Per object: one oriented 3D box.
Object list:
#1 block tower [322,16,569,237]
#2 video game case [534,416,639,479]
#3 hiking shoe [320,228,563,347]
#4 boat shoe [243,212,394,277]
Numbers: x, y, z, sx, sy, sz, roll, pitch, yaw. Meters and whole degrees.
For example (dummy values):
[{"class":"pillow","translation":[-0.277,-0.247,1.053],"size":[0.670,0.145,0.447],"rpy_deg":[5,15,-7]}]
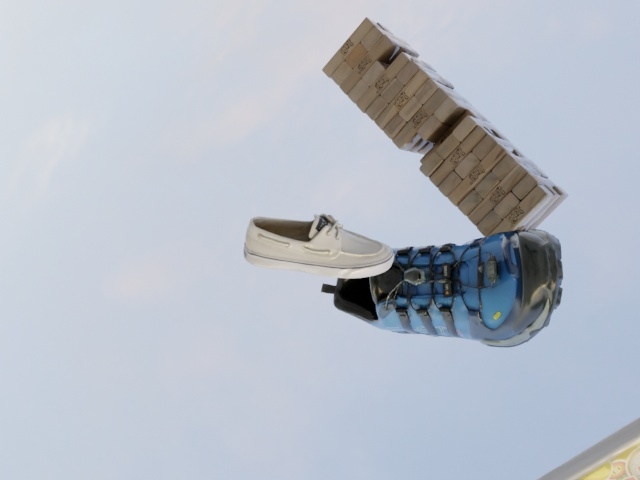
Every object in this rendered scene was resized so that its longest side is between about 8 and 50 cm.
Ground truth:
[{"class":"block tower","translation":[0.153,-0.127,1.126],"size":[0.097,0.091,0.335],"rpy_deg":[-48,-112,20]},{"class":"video game case","translation":[0.340,0.229,0.823],"size":[0.227,0.206,0.026],"rpy_deg":[-37,-162,17]},{"class":"hiking shoe","translation":[0.118,0.054,0.932],"size":[0.304,0.132,0.113],"rpy_deg":[154,-62,-63]},{"class":"boat shoe","translation":[0.000,0.000,0.609],"size":[0.035,0.100,0.035],"rpy_deg":[-86,-178,-58]}]
